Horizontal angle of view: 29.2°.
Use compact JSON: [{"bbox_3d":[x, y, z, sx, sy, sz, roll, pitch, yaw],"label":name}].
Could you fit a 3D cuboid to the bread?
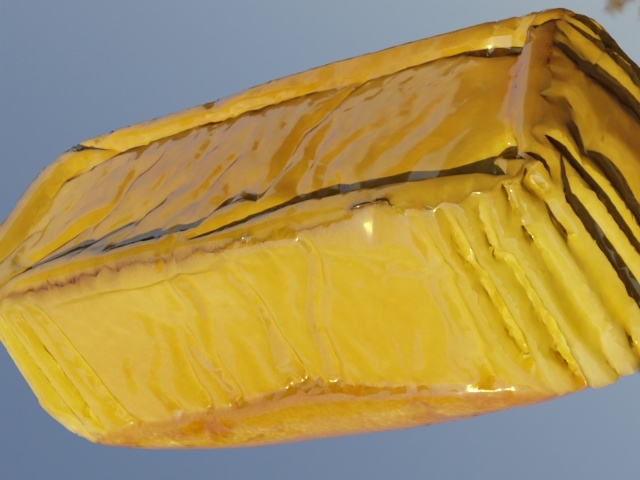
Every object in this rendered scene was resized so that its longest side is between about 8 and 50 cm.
[{"bbox_3d":[0.000,0.000,0.501,0.119,0.288,0.153,57,-144,-32],"label":"bread"}]
